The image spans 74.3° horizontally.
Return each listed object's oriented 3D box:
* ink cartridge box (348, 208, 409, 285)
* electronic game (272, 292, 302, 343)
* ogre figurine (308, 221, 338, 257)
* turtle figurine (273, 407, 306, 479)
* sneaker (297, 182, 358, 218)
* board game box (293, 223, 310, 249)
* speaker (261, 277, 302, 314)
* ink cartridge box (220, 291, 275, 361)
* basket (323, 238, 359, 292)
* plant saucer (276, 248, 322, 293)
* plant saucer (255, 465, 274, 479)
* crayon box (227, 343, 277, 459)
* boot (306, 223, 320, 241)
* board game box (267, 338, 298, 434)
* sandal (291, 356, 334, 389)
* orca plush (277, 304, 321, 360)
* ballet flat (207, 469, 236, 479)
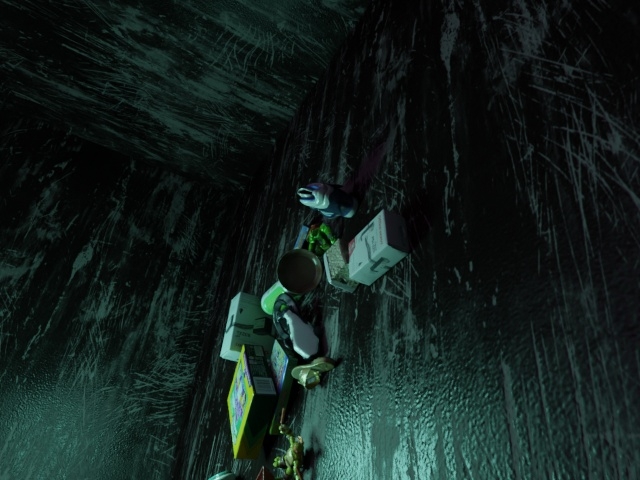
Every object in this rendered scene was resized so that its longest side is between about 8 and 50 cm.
[{"bbox_3d":[0.188,0.025,1.406,0.218,0.092,0.158,-46,32,41],"label":"ink cartridge box"},{"bbox_3d":[-0.145,0.345,1.854,0.229,0.048,0.229,13,106,53],"label":"electronic game"},{"bbox_3d":[0.000,0.000,1.874,0.197,0.097,0.118,117,144,-58],"label":"ogre figurine"},{"bbox_3d":[-0.100,0.735,1.447,0.269,0.087,0.217,63,141,42],"label":"turtle figurine"},{"bbox_3d":[0.001,-0.185,1.831,0.323,0.236,0.130,17,86,68],"label":"sneaker"},{"bbox_3d":[-0.105,0.019,2.108,0.136,0.035,0.201,-89,21,-84],"label":"board game box"},{"bbox_3d":[-0.174,0.252,1.990,0.296,0.131,0.131,-43,33,48],"label":"speaker"},{"bbox_3d":[-0.345,0.441,2.100,0.129,0.223,0.307,-42,34,47],"label":"ink cartridge box"},{"bbox_3d":[0.091,0.088,1.552,0.103,0.113,0.167,-52,27,28],"label":"basket"},{"bbox_3d":[-0.091,0.135,1.845,0.036,0.199,0.198,115,172,-80],"label":"plant saucer"},{"bbox_3d":[-0.195,0.952,1.454,0.258,0.048,0.259,-98,20,-43],"label":"plant saucer"},{"bbox_3d":[-0.303,0.679,1.817,0.363,0.106,0.313,-131,55,-65],"label":"crayon box"},{"bbox_3d":[-0.019,-0.050,2.002,0.158,0.059,0.084,-27,41,60],"label":"boot"},{"bbox_3d":[-0.178,0.598,1.754,0.213,0.046,0.317,-157,80,-69],"label":"board game box"},{"bbox_3d":[-0.037,0.493,1.519,0.240,0.088,0.079,-40,29,42],"label":"sandal"},{"bbox_3d":[-0.083,0.391,1.690,0.287,0.151,0.102,30,144,42],"label":"orca plush"},{"bbox_3d":[-0.467,1.151,1.919,0.400,0.139,0.139,127,153,-44],"label":"ballet flat"}]
